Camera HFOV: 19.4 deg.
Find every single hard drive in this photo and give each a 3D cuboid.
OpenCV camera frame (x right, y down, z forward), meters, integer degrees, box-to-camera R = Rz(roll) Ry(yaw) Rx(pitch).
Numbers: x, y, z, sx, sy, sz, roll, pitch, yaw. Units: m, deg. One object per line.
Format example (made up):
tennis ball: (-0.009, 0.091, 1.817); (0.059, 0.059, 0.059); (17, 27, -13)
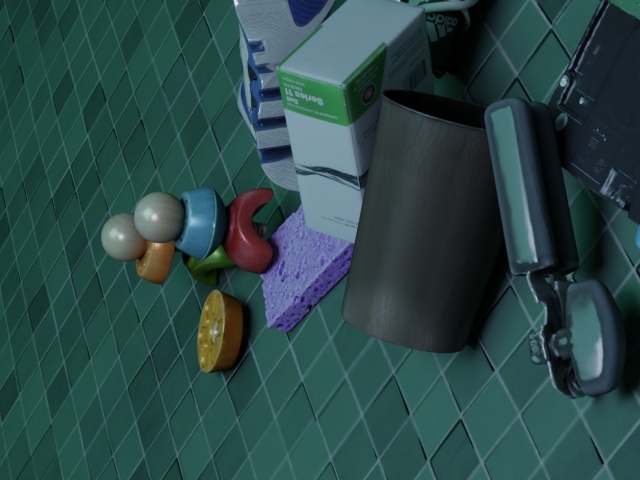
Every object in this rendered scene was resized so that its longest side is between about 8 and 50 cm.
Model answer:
hard drive: (0.332, -0.185, 1.631); (0.339, 0.064, 0.237); (-66, 31, 13)

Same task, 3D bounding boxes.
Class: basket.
basket: (0.109, -0.017, 1.816); (0.154, 0.204, 0.226); (20, 102, 23)

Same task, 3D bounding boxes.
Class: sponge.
sponge: (0.000, 0.000, 2.116); (0.210, 0.031, 0.117); (-47, 38, 38)

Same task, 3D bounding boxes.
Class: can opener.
can opener: (0.212, 0.006, 1.662); (0.093, 0.074, 0.280); (-21, 74, 32)

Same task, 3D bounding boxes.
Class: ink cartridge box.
ink cartridge box: (0.044, -0.120, 1.887); (0.087, 0.208, 0.153); (18, 46, 30)

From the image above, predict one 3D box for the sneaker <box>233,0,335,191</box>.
sneaker: (-0.048, -0.213, 2.146); (0.182, 0.128, 0.315); (-166, 73, -78)

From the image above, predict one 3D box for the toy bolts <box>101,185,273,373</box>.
toy bolts: (-0.165, 0.029, 2.205); (0.228, 0.159, 0.218); (131, 142, -56)

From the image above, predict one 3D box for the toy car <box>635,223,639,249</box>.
toy car: (0.374, -0.042, 1.405); (0.210, 0.219, 0.238); (-58, 4, 23)

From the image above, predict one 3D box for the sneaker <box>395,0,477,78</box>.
sneaker: (0.163, -0.309, 1.920); (0.447, 0.169, 0.257); (153, 119, -61)
